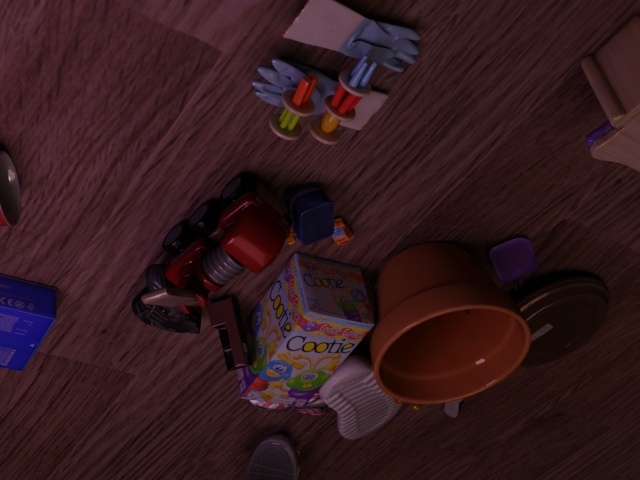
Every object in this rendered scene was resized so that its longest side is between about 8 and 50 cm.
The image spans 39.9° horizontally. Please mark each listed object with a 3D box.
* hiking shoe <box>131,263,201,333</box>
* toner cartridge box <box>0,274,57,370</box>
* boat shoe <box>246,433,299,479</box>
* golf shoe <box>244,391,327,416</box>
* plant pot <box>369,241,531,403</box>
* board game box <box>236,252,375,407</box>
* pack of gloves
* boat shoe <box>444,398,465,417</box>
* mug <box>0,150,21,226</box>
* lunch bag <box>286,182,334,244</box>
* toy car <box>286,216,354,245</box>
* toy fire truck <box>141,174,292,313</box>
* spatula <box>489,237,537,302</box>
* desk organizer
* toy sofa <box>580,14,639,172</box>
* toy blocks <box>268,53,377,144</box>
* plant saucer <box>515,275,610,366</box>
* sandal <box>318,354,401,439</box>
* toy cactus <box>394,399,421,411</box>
[{"bbox_3d":[-0.286,0.114,1.559,0.114,0.086,0.227,-7,150,5],"label":"hiking shoe"},{"bbox_3d":[-0.644,0.115,1.490,0.348,0.075,0.165,19,130,-30],"label":"toner cartridge box"},{"bbox_3d":[-0.108,0.558,2.103,0.118,0.103,0.320,7,132,6],"label":"boat shoe"},{"bbox_3d":[-0.071,0.324,1.883,0.186,0.067,0.085,6,103,-14],"label":"golf shoe"},{"bbox_3d":[0.219,0.142,1.644,0.291,0.203,0.290,-8,136,-8],"label":"plant pot"},{"bbox_3d":[-0.038,0.175,1.661,0.144,0.142,0.275,14,131,-27],"label":"board game box"},{"bbox_3d":[0.021,-0.265,1.289,0.232,0.046,0.195,10,135,-38],"label":"pack of gloves"},{"bbox_3d":[0.314,0.356,2.025,0.046,0.038,0.125,22,137,24],"label":"boat shoe"},{"bbox_3d":[-0.543,-0.054,1.311,0.170,0.113,0.150,-6,136,-3],"label":"mug"},{"bbox_3d":[-0.018,-0.045,1.489,0.067,0.065,0.098,-19,140,-18],"label":"lunch bag"},{"bbox_3d":[0.000,0.000,1.558,0.122,0.040,0.060,-15,138,1],"label":"toy car"},{"bbox_3d":[-0.169,0.031,1.387,0.217,0.246,0.158,-36,119,23],"label":"toy fire truck"},{"bbox_3d":[0.402,0.095,1.768,0.084,0.030,0.296,-24,140,4],"label":"spatula"},{"bbox_3d":[-0.169,0.175,1.634,0.050,0.130,0.047,-16,167,8],"label":"desk organizer"},{"bbox_3d":[0.577,-0.192,1.419,0.363,0.150,0.177,19,134,-30],"label":"toy sofa"},{"bbox_3d":[0.007,-0.210,1.269,0.123,0.054,0.148,3,140,-32],"label":"toy blocks"},{"bbox_3d":[0.487,0.180,1.850,0.278,0.041,0.277,-14,140,-12],"label":"plant saucer"},{"bbox_3d":[0.083,0.313,1.877,0.169,0.102,0.416,-29,151,-4],"label":"sandal"},{"bbox_3d":[0.190,0.237,1.796,0.112,0.219,0.180,-23,98,44],"label":"toy cactus"}]
